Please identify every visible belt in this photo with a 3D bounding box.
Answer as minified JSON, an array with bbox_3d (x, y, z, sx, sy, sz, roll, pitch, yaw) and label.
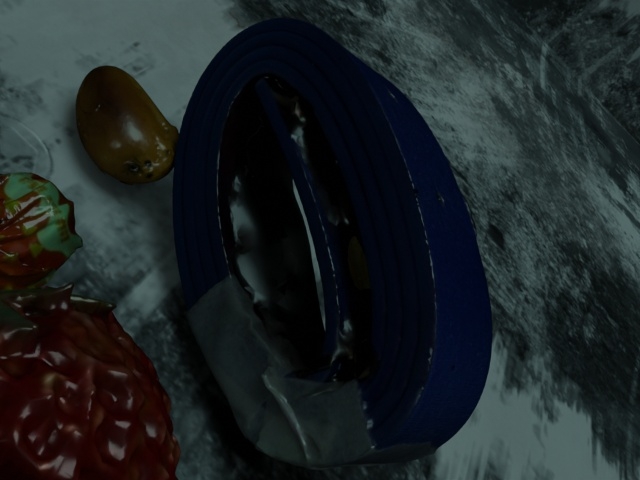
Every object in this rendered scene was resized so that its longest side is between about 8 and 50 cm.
[{"bbox_3d":[0.000,0.000,0.665,0.117,0.212,0.347,21,48,-57],"label":"belt"}]

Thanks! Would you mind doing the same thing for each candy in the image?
[{"bbox_3d":[-0.230,0.021,0.463,0.287,0.084,0.078,-42,129,-68],"label":"candy"}]

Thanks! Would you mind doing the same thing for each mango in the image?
[{"bbox_3d":[-0.168,-0.097,0.724,0.077,0.063,0.127,0,50,-46],"label":"mango"}]

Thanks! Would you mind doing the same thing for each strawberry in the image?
[{"bbox_3d":[-0.148,0.145,0.384,0.205,0.205,0.245,-14,88,-56],"label":"strawberry"}]

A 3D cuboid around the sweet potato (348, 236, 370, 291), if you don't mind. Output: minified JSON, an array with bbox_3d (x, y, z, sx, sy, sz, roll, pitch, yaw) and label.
[{"bbox_3d":[0.062,0.041,0.862,0.075,0.075,0.274,12,51,-45],"label":"sweet potato"}]
